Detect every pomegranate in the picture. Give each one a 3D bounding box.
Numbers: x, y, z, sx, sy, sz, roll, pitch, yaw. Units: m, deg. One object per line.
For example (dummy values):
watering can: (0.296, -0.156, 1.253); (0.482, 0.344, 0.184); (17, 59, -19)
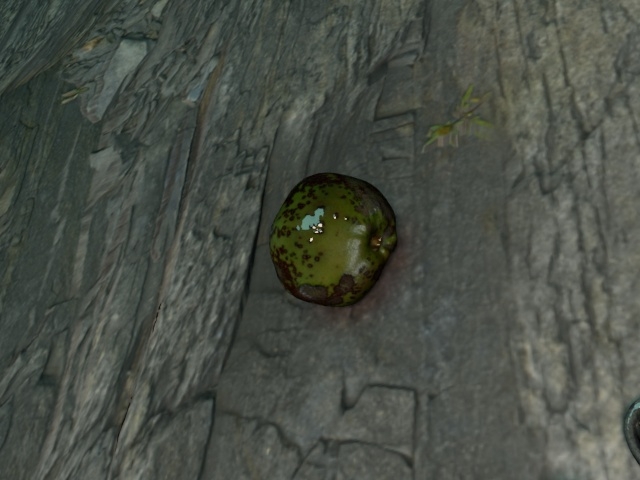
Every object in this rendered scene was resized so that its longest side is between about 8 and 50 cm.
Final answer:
pomegranate: (0.012, 0.003, 0.777); (0.126, 0.163, 0.138); (16, 77, 0)

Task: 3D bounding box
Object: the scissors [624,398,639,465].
scissors: (0.329, 0.172, 0.459); (0.109, 0.022, 0.300); (-49, 44, -4)
